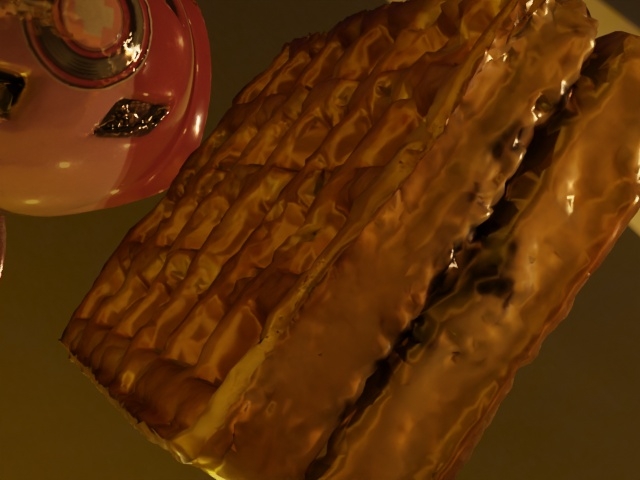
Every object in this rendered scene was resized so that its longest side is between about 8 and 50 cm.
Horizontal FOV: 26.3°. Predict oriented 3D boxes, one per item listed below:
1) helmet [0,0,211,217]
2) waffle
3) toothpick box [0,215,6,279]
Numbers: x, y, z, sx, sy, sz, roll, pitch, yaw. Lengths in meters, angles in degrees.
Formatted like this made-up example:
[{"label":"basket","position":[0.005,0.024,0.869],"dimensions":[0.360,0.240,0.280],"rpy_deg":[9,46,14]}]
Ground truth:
[{"label":"helmet","position":[-0.179,-0.120,0.793],"dimensions":[0.253,0.198,0.154],"rpy_deg":[4,-11,-12]},{"label":"waffle","position":[0.001,0.001,0.572],"dimensions":[0.091,0.308,0.213],"rpy_deg":[40,-100,-16]},{"label":"toothpick box","position":[-0.432,-0.012,1.033],"dimensions":[0.333,0.204,0.204],"rpy_deg":[21,-69,-46]}]
